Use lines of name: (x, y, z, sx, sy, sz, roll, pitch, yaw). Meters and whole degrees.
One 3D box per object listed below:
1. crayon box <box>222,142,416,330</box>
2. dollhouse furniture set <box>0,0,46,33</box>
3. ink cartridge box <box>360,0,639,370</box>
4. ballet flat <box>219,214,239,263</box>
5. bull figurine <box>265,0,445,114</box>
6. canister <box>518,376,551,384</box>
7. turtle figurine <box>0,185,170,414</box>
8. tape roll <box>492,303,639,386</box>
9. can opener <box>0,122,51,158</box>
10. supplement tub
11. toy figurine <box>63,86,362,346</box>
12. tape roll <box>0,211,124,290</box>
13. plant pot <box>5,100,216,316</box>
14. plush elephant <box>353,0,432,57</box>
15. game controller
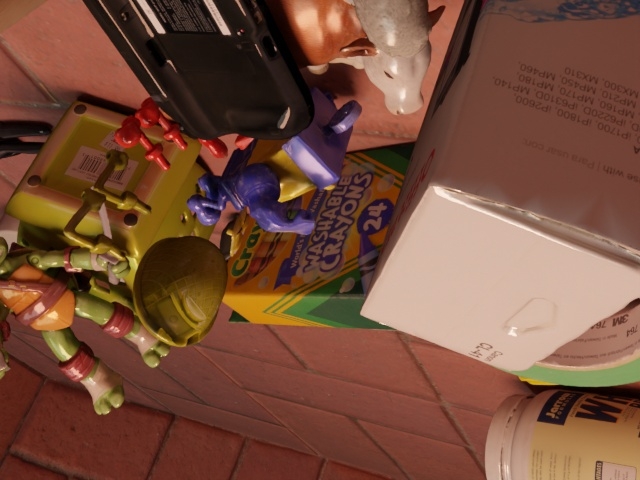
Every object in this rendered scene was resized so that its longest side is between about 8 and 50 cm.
crayon box: (0.000, 0.000, 1.010, 0.322, 0.203, 0.083, -4, 146, 45)
dollhouse furniture set: (-0.334, -0.322, 0.744, 0.212, 0.161, 0.242, 13, 133, 18)
ink cartridge box: (0.143, -0.095, 0.550, 0.131, 0.306, 0.226, 21, 156, 2)
ballet flat: (-0.028, 0.041, 1.261, 0.280, 0.096, 0.095, 13, 155, 19)
bull figurine: (-0.041, -0.209, 0.709, 0.310, 0.101, 0.188, 37, 156, -7)
canister: (0.304, 0.145, 1.231, 0.170, 0.073, 0.126, 36, 152, -26)
turtle figurine: (-0.304, 0.103, 0.998, 0.274, 0.198, 0.266, -8, 138, 41)
tape roll: (0.281, 0.061, 0.991, 0.321, 0.077, 0.321, 15, 146, 10)
can opener: (-0.481, -0.158, 1.290, 0.186, 0.073, 0.059, -3, 108, 39)
supplement tub: (0.466, 0.375, 1.382, 0.324, 0.236, 0.235, -1, 148, 41)
toy figurine: (-0.064, -0.087, 0.826, 0.217, 0.363, 0.191, -24, 116, 26)
tape roll: (-0.487, 0.055, 1.720, 0.391, 0.072, 0.392, 18, 156, 9)
plant pot: (-0.283, -0.048, 1.139, 0.228, 0.227, 0.207, 19, 151, 8)
plush elephant: (0.016, -0.221, 0.412, 0.255, 0.330, 0.272, 29, -175, -19)
game controller: (-0.120, -0.195, 0.652, 0.166, 0.067, 0.319, 2, 146, 27)
